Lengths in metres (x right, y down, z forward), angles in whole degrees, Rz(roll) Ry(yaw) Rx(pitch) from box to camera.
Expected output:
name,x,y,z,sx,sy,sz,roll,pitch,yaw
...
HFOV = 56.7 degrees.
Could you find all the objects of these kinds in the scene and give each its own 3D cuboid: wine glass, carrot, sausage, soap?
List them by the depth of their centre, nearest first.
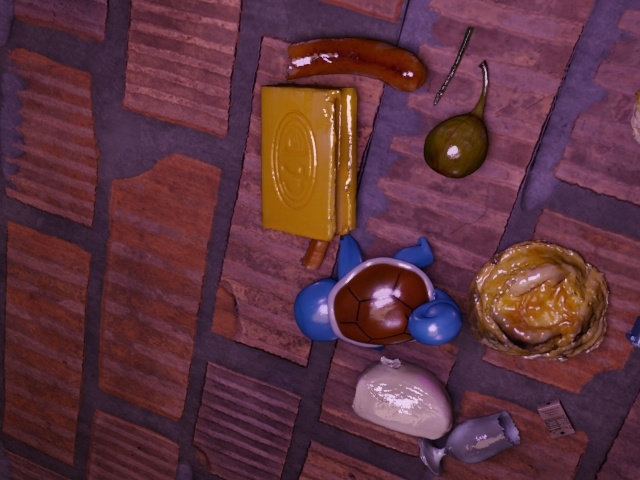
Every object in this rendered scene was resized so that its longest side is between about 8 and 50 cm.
name,x,y,z,sx,sy,sz,roll,pitch,yaw
sausage,0.067,-0.360,1.195,0.302,0.076,0.103,9,73,17
soap,-0.028,-0.172,1.268,0.204,0.096,0.324,11,111,29
carrot,0.000,0.000,1.377,0.048,0.048,0.139,26,113,8
wine glass,0.351,0.476,1.403,0.222,0.103,0.103,-31,97,25

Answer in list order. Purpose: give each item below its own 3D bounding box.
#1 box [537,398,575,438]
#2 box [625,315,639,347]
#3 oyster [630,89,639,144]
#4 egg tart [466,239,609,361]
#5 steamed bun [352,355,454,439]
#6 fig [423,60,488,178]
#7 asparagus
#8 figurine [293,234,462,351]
name,x,y,z,sx,sy,sz,roll,pitch,yaw
box,0.538,0.407,1.356,0.053,0.024,0.083,-27,98,25
box,0.684,0.195,1.208,0.099,0.074,0.054,16,103,12
oyster,0.654,-0.186,1.085,0.209,0.072,0.133,12,107,-7
egg tart,0.454,0.144,1.239,0.297,0.132,0.297,3,106,12
steamed bun,0.196,0.356,1.380,0.238,0.170,0.153,11,93,15
fig,0.290,-0.237,1.177,0.124,0.124,0.236,22,91,9
asparagus,0.264,-0.343,1.181,0.016,0.016,0.163,16,116,-16
figurine,0.147,0.145,1.308,0.416,0.243,0.298,-2,119,40
